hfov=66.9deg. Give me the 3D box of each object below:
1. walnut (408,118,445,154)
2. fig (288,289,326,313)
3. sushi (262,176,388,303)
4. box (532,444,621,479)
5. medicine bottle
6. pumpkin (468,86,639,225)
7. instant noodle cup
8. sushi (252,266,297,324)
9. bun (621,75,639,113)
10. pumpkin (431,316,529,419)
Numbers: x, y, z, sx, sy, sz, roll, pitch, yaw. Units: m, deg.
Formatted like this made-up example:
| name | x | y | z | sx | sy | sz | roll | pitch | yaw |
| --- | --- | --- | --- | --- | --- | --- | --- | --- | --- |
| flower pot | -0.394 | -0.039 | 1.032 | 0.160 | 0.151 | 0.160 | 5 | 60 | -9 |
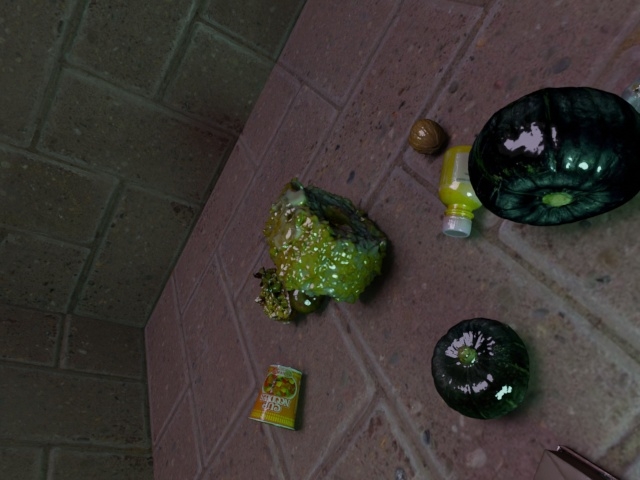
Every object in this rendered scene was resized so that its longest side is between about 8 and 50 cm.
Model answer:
| name | x | y | z | sx | sy | sz | roll | pitch | yaw |
| --- | --- | --- | --- | --- | --- | --- | --- | --- | --- |
| walnut | 0.308 | -0.304 | 1.414 | 0.105 | 0.105 | 0.125 | -53 | 32 | 27 |
| fig | -0.035 | 0.189 | 1.688 | 0.126 | 0.185 | 0.133 | 6 | 83 | 19 |
| sushi | 0.000 | 0.000 | 1.474 | 0.240 | 0.351 | 0.397 | -58 | 32 | 20 |
| box | 0.434 | 0.485 | 0.786 | 0.215 | 0.086 | 0.215 | 24 | 93 | 59 |
| medicine bottle | 0.355 | -0.118 | 1.212 | 0.121 | 0.121 | 0.213 | -5 | 70 | 56 |
| pumpkin | 0.446 | -0.166 | 0.938 | 0.315 | 0.315 | 0.239 | -25 | 55 | 49 |
| instant noodle cup | -0.137 | 0.518 | 1.611 | 0.168 | 0.168 | 0.185 | -17 | 51 | 53 |
| sushi | -0.170 | 0.194 | 1.803 | 0.167 | 0.179 | 0.297 | -56 | 33 | 32 |
| bun | 0.629 | -0.269 | 0.906 | 0.140 | 0.083 | 0.141 | -35 | 47 | 48 |
| pumpkin | 0.329 | 0.263 | 1.010 | 0.211 | 0.152 | 0.212 | -27 | 52 | 41 |
